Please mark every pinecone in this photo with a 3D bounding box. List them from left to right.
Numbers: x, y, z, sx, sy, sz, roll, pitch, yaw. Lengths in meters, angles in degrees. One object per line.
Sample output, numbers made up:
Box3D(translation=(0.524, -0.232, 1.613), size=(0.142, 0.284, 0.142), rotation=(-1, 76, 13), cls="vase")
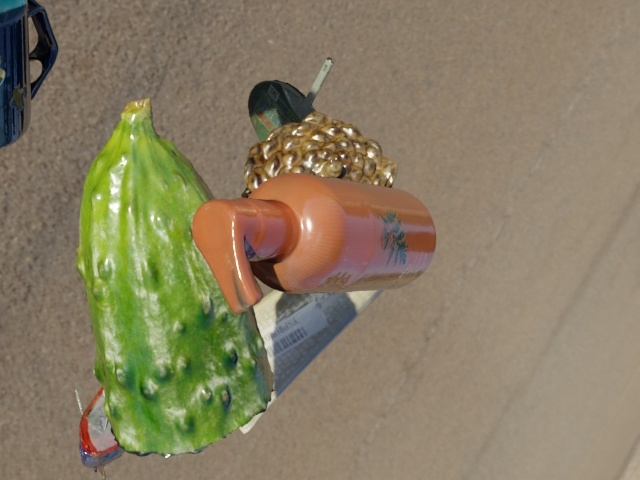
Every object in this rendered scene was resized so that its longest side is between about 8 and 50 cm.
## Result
Box3D(translation=(-0.014, -0.058, 1.274), size=(0.243, 0.244, 0.257), rotation=(-13, 161, -45), cls="pinecone")

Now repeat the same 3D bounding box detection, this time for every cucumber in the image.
Box3D(translation=(-0.111, 0.021, 0.593), size=(0.134, 0.134, 0.245), rotation=(-26, 119, -38), cls="cucumber")

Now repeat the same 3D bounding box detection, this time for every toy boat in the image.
Box3D(translation=(-0.226, 0.154, 1.005), size=(0.318, 0.071, 0.219), rotation=(115, -5, -45), cls="toy boat")

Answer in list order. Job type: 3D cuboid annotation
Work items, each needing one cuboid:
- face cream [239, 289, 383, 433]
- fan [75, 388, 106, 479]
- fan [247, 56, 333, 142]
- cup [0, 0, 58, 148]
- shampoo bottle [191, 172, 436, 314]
Box3D(translation=(-0.019, 0.100, 1.136), size=(0.341, 0.137, 0.084), rotation=(-41, 179, 0), cls="face cream")
Box3D(translation=(-0.325, 0.273, 1.182), size=(0.005, 0.085, 0.133), rotation=(-18, 86, -24), cls="fan")
Box3D(translation=(-0.055, -0.221, 1.470), size=(0.012, 0.223, 0.294), rotation=(-32, 139, -31), cls="fan")
Box3D(translation=(-0.350, -0.199, 0.876), size=(0.176, 0.131, 0.155), rotation=(-42, 164, -42), cls="cup")
Box3D(translation=(-0.001, -0.002, 0.567), size=(0.244, 0.085, 0.086), rotation=(-2, 115, -61), cls="shampoo bottle")
